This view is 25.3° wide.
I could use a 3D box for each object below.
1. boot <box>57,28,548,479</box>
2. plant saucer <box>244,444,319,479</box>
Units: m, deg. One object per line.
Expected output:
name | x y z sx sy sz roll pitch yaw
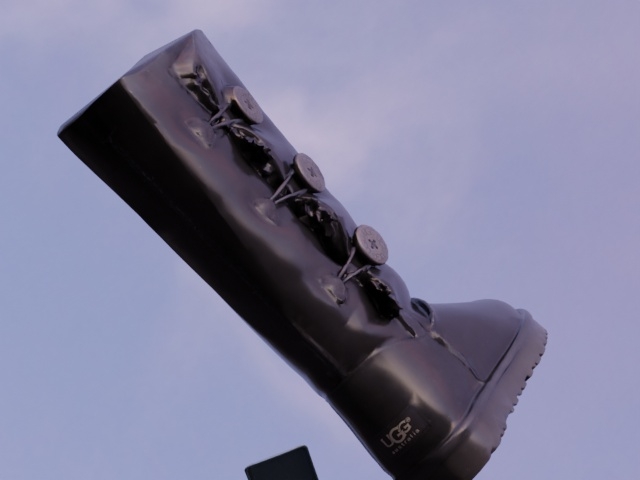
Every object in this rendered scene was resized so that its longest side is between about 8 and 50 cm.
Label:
boot | 0.000 0.000 1.314 0.445 0.367 0.146 45 -73 0
plant saucer | -0.019 0.294 1.446 0.067 0.018 0.192 -21 -67 -7
